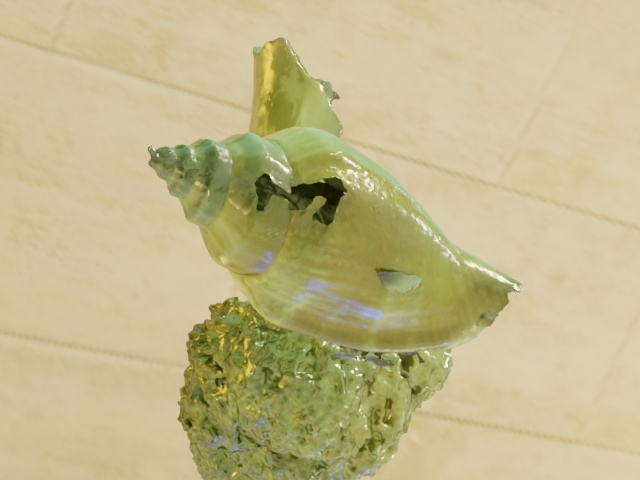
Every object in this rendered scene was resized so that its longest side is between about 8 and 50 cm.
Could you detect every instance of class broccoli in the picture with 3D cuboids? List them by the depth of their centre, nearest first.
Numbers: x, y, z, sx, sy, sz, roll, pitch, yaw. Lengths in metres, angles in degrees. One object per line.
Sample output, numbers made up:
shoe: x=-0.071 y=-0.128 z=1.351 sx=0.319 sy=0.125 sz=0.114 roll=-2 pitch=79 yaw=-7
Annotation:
broccoli: x=0.008 y=0.052 z=1.248 sx=0.254 sy=0.186 sz=0.302 roll=85 pitch=19 yaw=-52

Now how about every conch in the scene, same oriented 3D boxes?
conch: x=0.000 y=-0.001 z=0.872 sx=0.201 sy=0.079 sz=0.095 roll=39 pitch=103 yaw=-18
